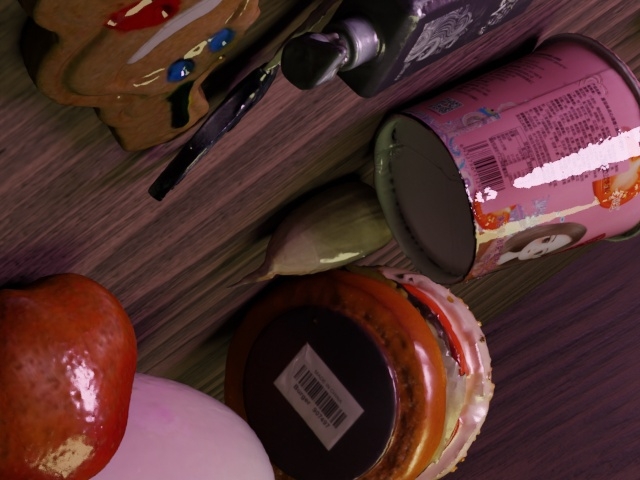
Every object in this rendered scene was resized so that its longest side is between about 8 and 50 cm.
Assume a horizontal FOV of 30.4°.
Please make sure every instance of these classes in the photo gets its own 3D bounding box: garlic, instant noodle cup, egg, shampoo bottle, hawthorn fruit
[{"bbox_3d":[-0.003,0.001,1.337,0.198,0.090,0.128,-30,177,-31],"label":"garlic"},{"bbox_3d":[0.203,-0.076,1.263,0.231,0.243,0.243,-21,161,-22],"label":"instant noodle cup"},{"bbox_3d":[-0.271,0.298,1.235,0.354,0.355,0.339,-41,139,23],"label":"egg"},{"bbox_3d":[0.079,-0.182,0.904,0.309,0.071,0.098,-32,168,-42],"label":"shampoo bottle"},{"bbox_3d":[-0.242,0.148,1.014,0.196,0.226,0.196,-22,170,-4],"label":"hawthorn fruit"}]

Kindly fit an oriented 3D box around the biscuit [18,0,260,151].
[{"bbox_3d":[-0.106,-0.140,0.769,0.183,0.047,0.320,-26,164,-20],"label":"biscuit"}]

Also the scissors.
[{"bbox_3d":[-0.031,-0.142,0.919,0.300,0.022,0.109,-44,-173,17],"label":"scissors"}]

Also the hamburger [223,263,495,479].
[{"bbox_3d":[0.054,0.187,1.566,0.330,0.330,0.250,-42,159,27],"label":"hamburger"}]
